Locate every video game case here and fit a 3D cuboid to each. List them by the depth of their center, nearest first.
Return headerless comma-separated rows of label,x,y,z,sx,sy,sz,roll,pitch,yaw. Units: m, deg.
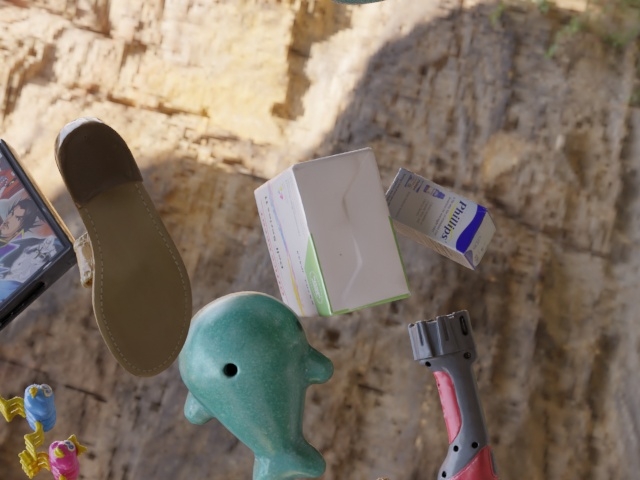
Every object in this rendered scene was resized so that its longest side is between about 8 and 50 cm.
video game case,-0.482,0.017,1.524,0.248,0.275,0.035,-42,-38,-1

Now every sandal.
sandal,-0.177,-0.001,0.956,0.079,0.088,0.240,40,147,59

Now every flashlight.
flashlight,0.201,0.268,1.658,0.103,0.103,0.304,-26,77,61

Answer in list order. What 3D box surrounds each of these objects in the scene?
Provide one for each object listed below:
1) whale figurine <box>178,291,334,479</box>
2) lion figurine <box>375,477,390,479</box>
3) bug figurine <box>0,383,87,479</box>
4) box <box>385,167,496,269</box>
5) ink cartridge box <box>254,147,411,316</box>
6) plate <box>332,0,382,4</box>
whale figurine,-0.086,0.204,1.437,0.141,0.216,0.272,-26,-83,-81
lion figurine,0.076,0.394,1.205,0.240,0.392,0.142,-10,-59,-59
bug figurine,-0.293,0.302,1.345,0.072,0.279,0.216,-31,-22,-27
box,0.164,-0.029,1.509,0.072,0.137,0.126,-61,-18,-3
ink cartridge box,0.000,0.000,1.560,0.353,0.119,0.207,161,94,-77
plate,0.087,-0.275,1.021,0.188,0.188,0.024,14,-124,-75
